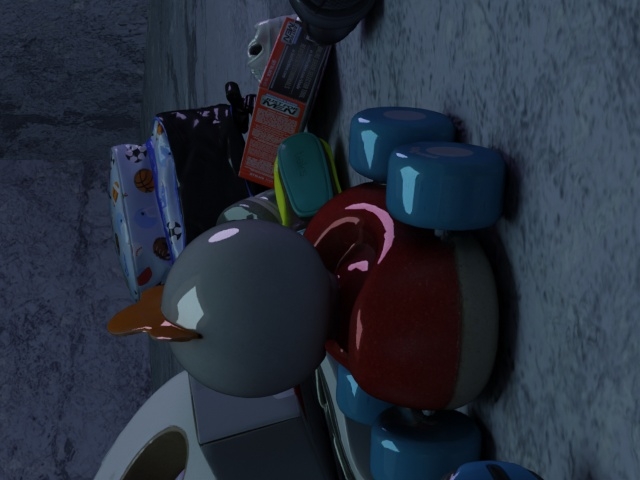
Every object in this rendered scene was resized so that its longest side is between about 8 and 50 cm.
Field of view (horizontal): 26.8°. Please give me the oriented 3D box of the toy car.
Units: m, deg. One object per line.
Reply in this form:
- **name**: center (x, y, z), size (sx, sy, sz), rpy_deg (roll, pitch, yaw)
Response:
- **toy car**: center (-0.019, 0.035, 0.873), size (0.210, 0.238, 0.219), rpy_deg (-123, 34, -69)

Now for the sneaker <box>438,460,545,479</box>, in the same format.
- **sneaker**: center (0.075, 0.283, 0.709), size (0.139, 0.125, 0.341), rpy_deg (179, 91, -80)

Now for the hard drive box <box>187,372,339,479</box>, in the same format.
- **hard drive box**: center (-0.048, 0.163, 1.208), size (0.232, 0.089, 0.181), rpy_deg (71, -176, -47)

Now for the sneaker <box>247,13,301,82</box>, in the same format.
- **sneaker**: center (-0.053, -0.197, 1.478), size (0.152, 0.061, 0.054), rpy_deg (105, 159, -57)

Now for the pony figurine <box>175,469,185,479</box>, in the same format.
- **pony figurine**: center (-0.306, 0.480, 2.214), size (0.351, 0.363, 0.303), rpy_deg (4, 87, 63)

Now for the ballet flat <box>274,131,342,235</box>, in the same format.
- **ballet flat**: center (0.000, 0.000, 1.231), size (0.077, 0.077, 0.231), rpy_deg (71, -171, -47)

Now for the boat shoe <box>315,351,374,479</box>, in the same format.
- **boat shoe**: center (0.028, 0.102, 1.047), size (0.070, 0.077, 0.219), rpy_deg (113, 153, -60)

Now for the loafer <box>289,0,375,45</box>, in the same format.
- **loafer**: center (-0.012, -0.316, 1.170), size (0.095, 0.109, 0.303), rpy_deg (118, 147, -75)

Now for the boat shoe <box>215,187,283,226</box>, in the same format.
- **boat shoe**: center (-0.054, 0.084, 1.426), size (0.118, 0.103, 0.320), rpy_deg (26, 130, 30)

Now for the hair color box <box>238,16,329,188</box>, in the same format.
- **hair color box**: center (-0.037, -0.134, 1.349), size (0.167, 0.053, 0.093), rpy_deg (112, 177, -60)

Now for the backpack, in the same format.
- **backpack**: center (-0.151, -0.012, 1.647), size (0.263, 0.213, 0.276), rpy_deg (91, 172, -72)

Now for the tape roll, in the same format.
- **tape roll**: center (-0.206, 0.347, 1.736), size (0.392, 0.072, 0.392), rpy_deg (-45, 26, 29)
